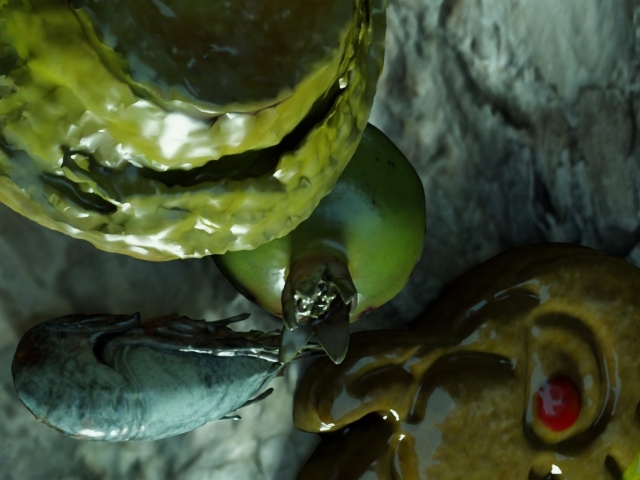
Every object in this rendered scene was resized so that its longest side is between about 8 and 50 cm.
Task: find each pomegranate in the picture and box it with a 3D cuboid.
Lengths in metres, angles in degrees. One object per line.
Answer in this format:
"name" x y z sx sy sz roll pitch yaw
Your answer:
"pomegranate" 0.006 0.001 1.031 0.129 0.159 0.129 -18 143 -14

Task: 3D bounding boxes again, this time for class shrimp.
"shrimp" -0.074 0.075 1.047 0.233 0.079 0.090 -4 142 -40

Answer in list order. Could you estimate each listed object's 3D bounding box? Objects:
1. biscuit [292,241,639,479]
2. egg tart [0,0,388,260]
"biscuit" 0.111 0.177 1.224 0.350 0.070 0.394 41 79 -39
"egg tart" -0.076 -0.131 0.903 0.294 0.123 0.294 2 85 -30
